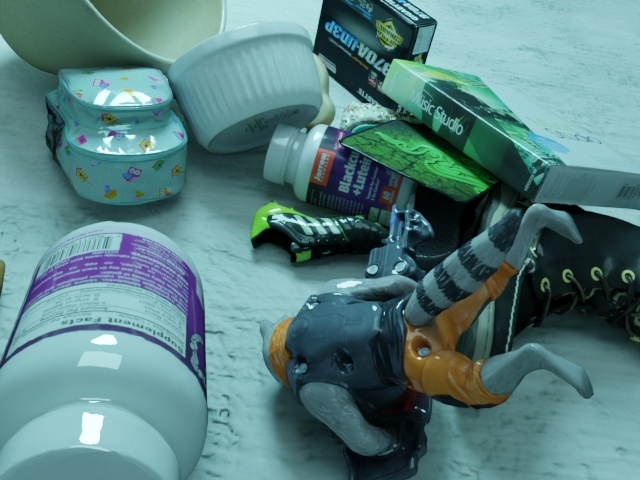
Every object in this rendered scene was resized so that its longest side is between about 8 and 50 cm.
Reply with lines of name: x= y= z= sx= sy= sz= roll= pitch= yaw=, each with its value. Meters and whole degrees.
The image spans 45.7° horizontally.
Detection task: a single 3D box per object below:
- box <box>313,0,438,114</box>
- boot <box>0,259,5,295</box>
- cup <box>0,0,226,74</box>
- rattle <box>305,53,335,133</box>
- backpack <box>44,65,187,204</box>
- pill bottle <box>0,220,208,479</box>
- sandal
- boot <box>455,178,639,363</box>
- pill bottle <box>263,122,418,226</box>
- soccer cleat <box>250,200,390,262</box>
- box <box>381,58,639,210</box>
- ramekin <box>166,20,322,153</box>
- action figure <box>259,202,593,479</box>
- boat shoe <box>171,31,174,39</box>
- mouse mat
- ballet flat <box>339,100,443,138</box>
box: x=0.081 y=-0.323 z=1.236 sx=0.051 sy=0.175 sz=0.220 roll=-20 pitch=51 yaw=-33
boot: x=-0.424 y=0.108 z=0.683 sx=0.264 sy=0.096 sz=0.280 roll=-5 pitch=43 yaw=-20
cup: x=-0.333 y=-0.363 z=1.095 sx=0.237 sy=0.331 sz=0.331 roll=-19 pitch=27 yaw=33
rattle: x=-0.017 y=-0.196 z=1.180 sx=0.130 sy=0.143 sz=0.199 roll=-38 pitch=74 yaw=-5
backpack: x=-0.254 y=-0.135 z=0.966 sx=0.166 sy=0.144 sz=0.188 roll=-8 pitch=47 yaw=-29
pill bottle: x=-0.178 y=0.117 z=0.627 sx=0.169 sy=0.169 sz=0.301 roll=3 pitch=26 yaw=-11
sandal: x=0.168 y=-0.034 z=1.029 sx=0.097 sy=0.054 sz=0.254 roll=7 pitch=40 yaw=26
boot: x=0.310 y=0.063 z=0.897 sx=0.284 sy=0.138 sz=0.377 roll=20 pitch=34 yaw=8
pill bottle: x=0.028 y=-0.093 z=1.014 sx=0.194 sy=0.108 sz=0.108 roll=16 pitch=41 yaw=4
soccer cleat: x=0.000 y=0.000 z=0.949 sx=0.179 sy=0.060 sz=0.072 roll=10 pitch=50 yaw=7
box: x=0.262 y=-0.146 z=1.025 sx=0.232 sy=0.058 sz=0.322 roll=1 pitch=31 yaw=-37
ramekin: x=-0.095 y=-0.199 z=1.035 sx=0.207 sy=0.207 sz=0.109 roll=-16 pitch=82 yaw=-29
action figure: x=0.076 y=0.053 z=0.729 sx=0.178 sy=0.330 sz=0.341 roll=40 pitch=40 yaw=-37
boat shoe: x=-0.229 y=-0.385 z=1.285 sx=0.092 sy=0.102 sz=0.285 roll=1 pitch=48 yaw=-20
mouse mat: x=0.136 y=-0.106 z=0.966 sx=0.190 sy=0.007 sz=0.153 roll=31 pitch=35 yaw=25
ballet flat: x=0.138 y=-0.159 z=1.116 sx=0.241 sy=0.091 sz=0.077 roll=11 pitch=40 yaw=-22
